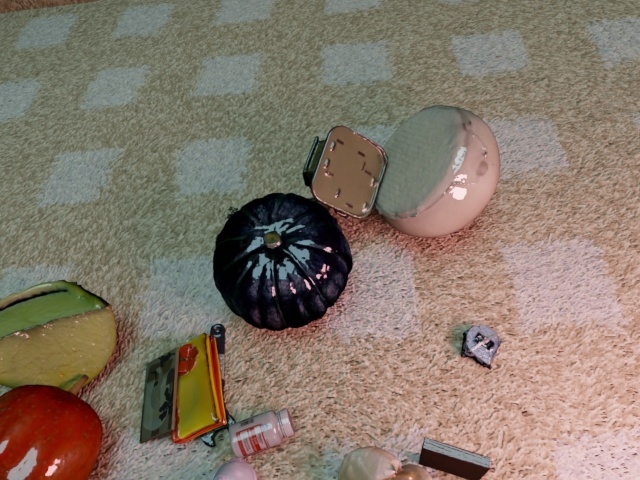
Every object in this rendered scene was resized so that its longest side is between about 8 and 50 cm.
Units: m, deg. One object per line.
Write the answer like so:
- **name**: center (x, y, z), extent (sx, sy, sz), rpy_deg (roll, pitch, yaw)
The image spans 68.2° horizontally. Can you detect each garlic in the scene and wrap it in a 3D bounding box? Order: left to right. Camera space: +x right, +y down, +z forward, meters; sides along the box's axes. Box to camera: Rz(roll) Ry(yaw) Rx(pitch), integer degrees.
- **garlic**: center (0.173, 0.528, 0.919), extent (0.184, 0.203, 0.281), rpy_deg (10, 29, -32)

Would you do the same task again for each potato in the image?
- **potato**: center (-0.730, 0.256, 1.257), extent (0.330, 0.213, 0.280), rpy_deg (-17, 27, -28)

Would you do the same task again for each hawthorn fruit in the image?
- **hawthorn fruit**: center (-0.636, 0.445, 1.072), extent (0.286, 0.287, 0.330), rpy_deg (10, 45, 15)

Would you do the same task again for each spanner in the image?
- **spanner**: center (-0.257, 0.355, 1.203), extent (0.087, 0.024, 0.316), rpy_deg (-9, 54, 1)

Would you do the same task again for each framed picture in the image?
- **framed picture**: center (-0.398, 0.381, 1.169), extent (0.136, 0.010, 0.201), rpy_deg (-30, 49, 29)
- **framed picture**: center (0.268, 0.449, 0.965), extent (0.127, 0.168, 0.023), rpy_deg (11, 58, 16)

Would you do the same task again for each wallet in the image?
- **wallet**: center (-0.315, 0.357, 1.161), extent (0.141, 0.067, 0.241), rpy_deg (-28, 50, 9)

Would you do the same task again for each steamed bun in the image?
- **steamed bun**: center (0.328, -0.176, 1.306), extent (0.374, 0.241, 0.375), rpy_deg (-31, 47, 40)

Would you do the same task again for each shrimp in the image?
- **shrimp**: center (-0.218, -0.043, 1.451), extent (0.174, 0.076, 0.082), rpy_deg (32, 107, 22)

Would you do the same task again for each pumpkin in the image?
- **pumpkin**: center (-0.096, 0.053, 1.231), extent (0.363, 0.266, 0.364), rpy_deg (-4, 58, 6)

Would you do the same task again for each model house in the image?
- **model house**: center (0.022, -0.186, 1.373), extent (0.278, 0.204, 0.219), rpy_deg (6, 73, 62)

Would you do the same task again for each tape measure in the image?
- **tape measure**: center (0.387, 0.253, 1.149), extent (0.091, 0.054, 0.094), rpy_deg (22, 64, 15)

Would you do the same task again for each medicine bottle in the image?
- **medicine bottle**: center (-0.134, 0.441, 1.089), extent (0.140, 0.079, 0.079), rpy_deg (-19, 55, -4)

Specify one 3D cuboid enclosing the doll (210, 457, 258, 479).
- **doll**: center (-0.209, 0.593, 0.964), extent (0.150, 0.151, 0.287), rpy_deg (10, 55, 15)
